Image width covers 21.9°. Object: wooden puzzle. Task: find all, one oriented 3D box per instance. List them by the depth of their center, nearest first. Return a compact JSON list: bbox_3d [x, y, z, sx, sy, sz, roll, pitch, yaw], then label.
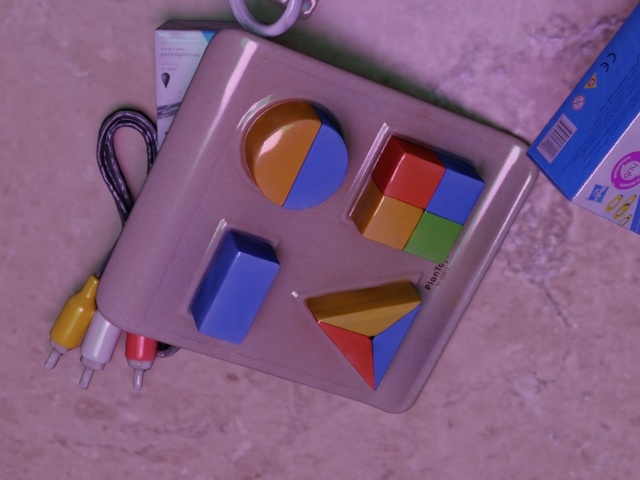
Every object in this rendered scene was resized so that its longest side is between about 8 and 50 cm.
[{"bbox_3d":[0.000,0.000,1.595,0.348,0.080,0.322,20,110,-18],"label":"wooden puzzle"}]

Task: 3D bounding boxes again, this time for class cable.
[{"bbox_3d":[-0.187,0.016,1.674,0.139,0.072,0.287,13,108,-2],"label":"cable"}]

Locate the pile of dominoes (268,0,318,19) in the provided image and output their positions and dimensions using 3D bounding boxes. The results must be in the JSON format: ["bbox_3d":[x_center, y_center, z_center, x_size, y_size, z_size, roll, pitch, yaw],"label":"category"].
[{"bbox_3d":[-0.063,-0.341,1.567,0.251,0.040,0.196,29,108,-2],"label":"pile of dominoes"}]

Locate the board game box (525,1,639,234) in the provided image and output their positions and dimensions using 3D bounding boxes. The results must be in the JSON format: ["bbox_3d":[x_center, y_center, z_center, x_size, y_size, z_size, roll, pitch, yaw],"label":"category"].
[{"bbox_3d":[0.389,-0.126,1.464,0.302,0.086,0.308,21,113,-36],"label":"board game box"}]

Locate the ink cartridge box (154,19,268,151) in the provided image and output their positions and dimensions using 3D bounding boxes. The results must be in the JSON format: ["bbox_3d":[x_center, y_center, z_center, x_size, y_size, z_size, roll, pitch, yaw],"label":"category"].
[{"bbox_3d":[-0.105,-0.123,1.627,0.104,0.060,0.180,1,107,7],"label":"ink cartridge box"}]

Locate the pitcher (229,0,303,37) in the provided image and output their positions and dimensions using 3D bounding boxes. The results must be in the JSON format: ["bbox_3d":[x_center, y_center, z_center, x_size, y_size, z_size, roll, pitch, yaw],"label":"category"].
[{"bbox_3d":[-0.046,-0.304,1.501,0.178,0.125,0.207,46,117,3],"label":"pitcher"}]
